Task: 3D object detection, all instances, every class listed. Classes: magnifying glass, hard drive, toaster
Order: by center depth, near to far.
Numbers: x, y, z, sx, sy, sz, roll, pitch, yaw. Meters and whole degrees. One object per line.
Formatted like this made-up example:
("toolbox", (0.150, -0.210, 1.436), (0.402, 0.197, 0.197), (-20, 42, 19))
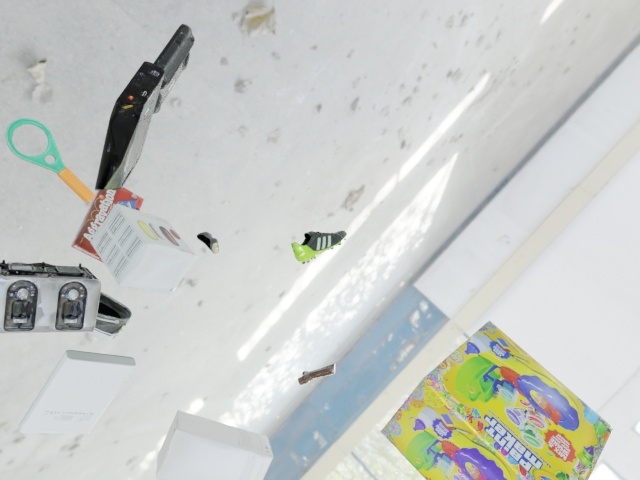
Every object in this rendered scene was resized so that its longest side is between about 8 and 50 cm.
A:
("toaster", (-0.502, 0.099, 0.925), (0.168, 0.185, 0.110), (6, 93, -33))
("magnifying glass", (-0.614, -0.179, 1.180), (0.092, 0.026, 0.231), (-51, 120, -24))
("hard drive", (-0.707, 0.450, 1.501), (0.203, 0.040, 0.307), (21, 113, -43))

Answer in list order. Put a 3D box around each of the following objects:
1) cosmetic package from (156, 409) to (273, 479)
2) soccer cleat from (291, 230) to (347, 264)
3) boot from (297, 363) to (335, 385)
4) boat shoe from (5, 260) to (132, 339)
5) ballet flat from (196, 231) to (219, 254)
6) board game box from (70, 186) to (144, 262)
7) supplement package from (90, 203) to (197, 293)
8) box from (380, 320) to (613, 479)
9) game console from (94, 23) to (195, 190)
("cosmetic package", (-0.379, 0.774, 1.844), (0.197, 0.365, 0.155), (-64, -164, 2))
("soccer cleat", (0.000, 0.000, 1.383), (0.179, 0.072, 0.060), (-28, -175, -35))
("boot", (0.000, 0.380, 1.483), (0.114, 0.037, 0.106), (-26, 176, 10))
("boat shoe", (-0.593, 0.128, 1.204), (0.105, 0.306, 0.113), (-42, -160, 32))
("ballet flat", (-0.392, 0.012, 1.811), (0.049, 0.173, 0.057), (-7, 109, -27))
("board game box", (-0.670, -0.062, 1.636), (0.145, 0.281, 0.027), (34, 134, -31))
("supplement package", (-0.514, 0.027, 1.503), (0.149, 0.203, 0.194), (-53, 148, 10))
("box", (0.324, 0.349, 0.948), (0.279, 0.290, 0.177), (-22, 147, -46))
("game console", (-0.306, -0.259, 0.931), (0.213, 0.044, 0.361), (-51, -160, 45))
